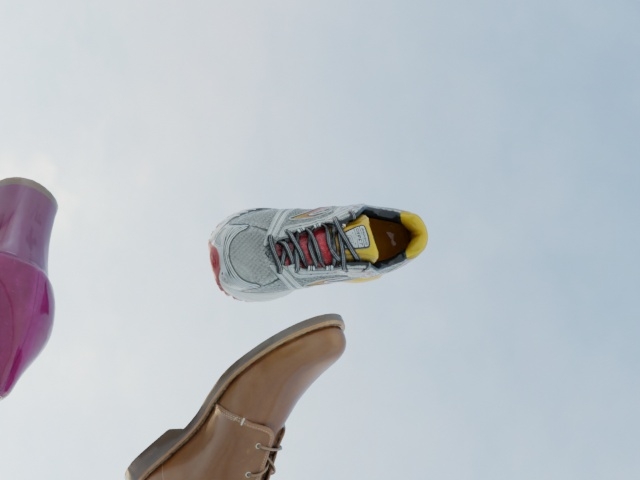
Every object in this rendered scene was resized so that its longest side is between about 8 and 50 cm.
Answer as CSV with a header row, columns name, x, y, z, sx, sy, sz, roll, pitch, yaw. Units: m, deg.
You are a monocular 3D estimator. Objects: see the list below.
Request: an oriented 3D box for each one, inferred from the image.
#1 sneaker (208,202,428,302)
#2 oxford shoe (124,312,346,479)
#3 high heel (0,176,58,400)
name,x,y,z,sx,sy,sz,roll,pitch,yaw
sneaker,0.000,0.000,0.949,0.092,0.225,0.088,-20,-98,55
oxford shoe,-0.047,0.135,0.737,0.212,0.076,0.076,-47,-121,20
high heel,-0.351,0.098,0.803,0.377,0.127,0.181,-32,-141,29
